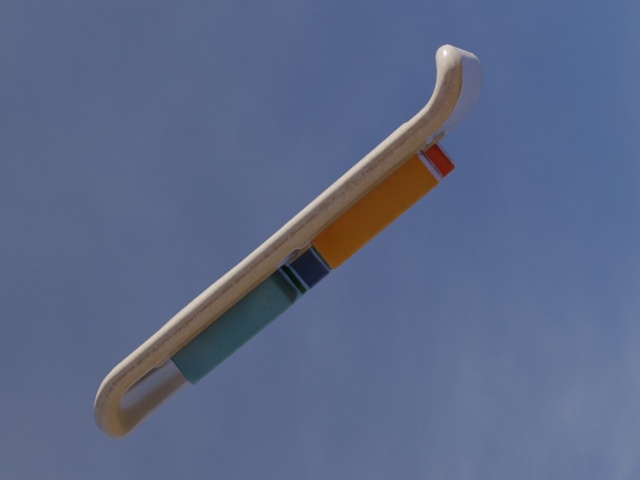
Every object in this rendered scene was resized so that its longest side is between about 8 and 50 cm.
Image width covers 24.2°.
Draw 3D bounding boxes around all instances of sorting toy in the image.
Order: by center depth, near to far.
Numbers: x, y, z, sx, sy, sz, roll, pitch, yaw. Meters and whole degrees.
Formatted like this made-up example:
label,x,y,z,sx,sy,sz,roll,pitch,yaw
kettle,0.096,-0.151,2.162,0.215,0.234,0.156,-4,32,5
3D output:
label,x,y,z,sx,sy,sz,roll,pitch,yaw
sorting toy,0.000,0.000,0.665,0.038,0.208,0.193,46,-170,2
